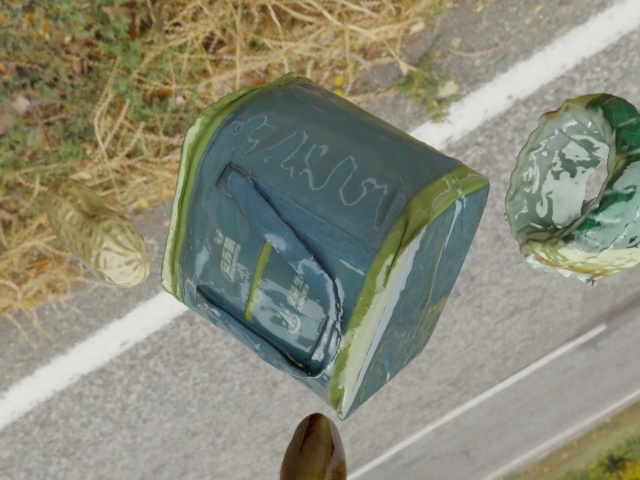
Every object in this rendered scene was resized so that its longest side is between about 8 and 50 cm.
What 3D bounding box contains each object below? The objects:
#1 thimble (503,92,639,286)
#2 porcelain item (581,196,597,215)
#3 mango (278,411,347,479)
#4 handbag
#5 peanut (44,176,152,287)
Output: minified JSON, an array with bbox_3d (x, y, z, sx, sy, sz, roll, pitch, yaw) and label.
[{"bbox_3d":[0.420,-0.076,1.242,0.167,0.254,0.288,13,110,-29],"label":"thimble"},{"bbox_3d":[0.501,-0.034,1.655,0.141,0.141,0.259,-18,-178,-18],"label":"porcelain item"},{"bbox_3d":[-0.014,0.386,1.282,0.111,0.267,0.133,15,119,2],"label":"mango"},{"bbox_3d":[0.000,0.000,0.769,0.222,0.241,0.263,-34,146,-48],"label":"handbag"},{"bbox_3d":[-0.309,-0.013,1.100,0.083,0.194,0.093,-42,170,-24],"label":"peanut"}]
